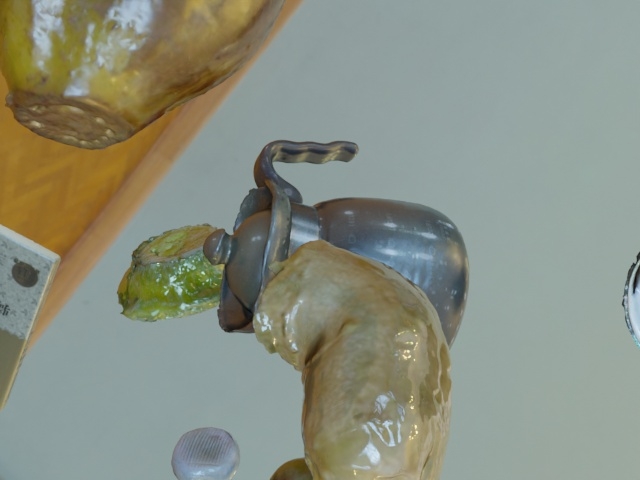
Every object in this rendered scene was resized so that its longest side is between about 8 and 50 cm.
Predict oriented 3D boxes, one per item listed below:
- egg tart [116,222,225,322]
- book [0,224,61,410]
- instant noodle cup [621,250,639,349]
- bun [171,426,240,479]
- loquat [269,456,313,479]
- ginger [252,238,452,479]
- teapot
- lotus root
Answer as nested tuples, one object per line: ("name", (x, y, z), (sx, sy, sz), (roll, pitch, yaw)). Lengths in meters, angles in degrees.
("egg tart", (-0.190, 0.034, 1.111), (0.197, 0.197, 0.078), (-41, 127, -49))
("book", (-0.526, 0.095, 1.210), (0.310, 0.216, 0.021), (-61, -177, 27))
("instant noodle cup", (0.443, 0.045, 0.842), (0.190, 0.251, 0.251), (-25, 151, -42))
("bun", (-0.225, 0.438, 1.619), (0.141, 0.140, 0.083), (-42, 137, -47))
("loquat", (-0.012, 0.488, 1.558), (0.195, 0.152, 0.152), (16, 117, -34))
("ginger", (0.037, 0.115, 0.661), (0.152, 0.267, 0.138), (-15, 140, -4))
("teapot", (0.008, 0.002, 0.947), (0.223, 0.285, 0.305), (168, -65, -67))
("lotus root", (-0.104, -0.189, 0.555), (0.193, 0.193, 0.291), (101, 14, -64))
